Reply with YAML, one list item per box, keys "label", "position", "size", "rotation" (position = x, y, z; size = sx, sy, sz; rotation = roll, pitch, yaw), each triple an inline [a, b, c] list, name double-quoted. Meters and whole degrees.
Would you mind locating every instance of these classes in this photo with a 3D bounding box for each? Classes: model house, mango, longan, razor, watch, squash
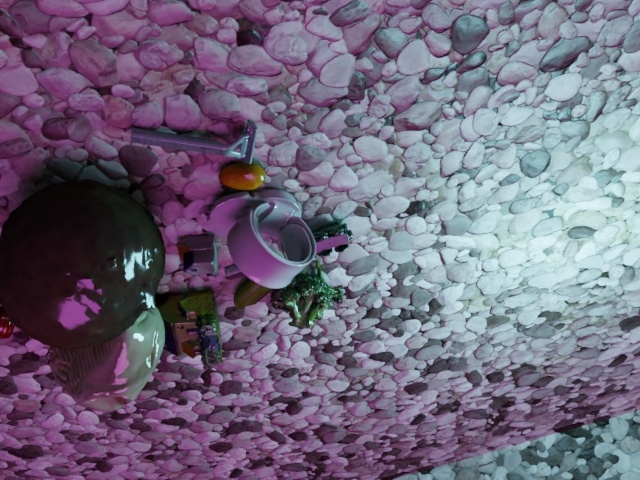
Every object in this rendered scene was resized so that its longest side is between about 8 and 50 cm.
- label: "model house"
  position: [-0.395, 0.256, 2.148]
  size: [0.211, 0.170, 0.194]
  rotation: [-5, 142, -6]
- label: "model house"
  position: [-0.324, 0.049, 1.971]
  size: [0.100, 0.101, 0.088]
  rotation: [-6, 142, -4]
- label: "mango"
  position: [-0.188, -0.154, 1.797]
  size: [0.114, 0.057, 0.079]
  rotation: [-1, 146, -7]
- label: "longan"
  position: [-0.545, 0.058, 1.718]
  size: [0.391, 0.391, 0.391]
  rotation: [-6, 140, -5]
- label: "razor"
  position: [-0.286, -0.221, 1.695]
  size: [0.277, 0.056, 0.111]
  rotation: [2, 139, -14]
- label: "watch"
  position: [-0.151, 0.004, 1.857]
  size: [0.244, 0.231, 0.196]
  rotation: [17, 135, -34]
- label: "squash"
  position: [-0.173, 0.126, 2.110]
  size: [0.069, 0.069, 0.239]
  rotation: [21, 136, -32]

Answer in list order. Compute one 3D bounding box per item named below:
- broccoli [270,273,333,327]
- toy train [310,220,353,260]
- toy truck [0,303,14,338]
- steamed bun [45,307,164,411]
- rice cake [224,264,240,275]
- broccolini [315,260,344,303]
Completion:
- label: "broccoli"
  position: [-0.053, 0.173, 2.143]
  size: [0.195, 0.156, 0.195]
  rotation: [2, 170, 0]
- label: "toy train"
  position: [0.000, 0.000, 1.987]
  size: [0.170, 0.111, 0.071]
  rotation: [-18, 113, -3]
- label: "toy truck"
  position: [-0.868, 0.131, 1.909]
  size: [0.189, 0.239, 0.265]
  rotation: [16, 92, -29]
- label: "steamed bun"
  position: [-0.553, 0.296, 2.046]
  size: [0.394, 0.347, 0.237]
  rotation: [-16, 151, 39]
- label: "rice cake"
  position: [-0.210, 0.071, 2.082]
  size: [0.121, 0.022, 0.021]
  rotation: [-19, 143, 9]
- label: "broccolini"
  position: [0.015, 0.123, 2.183]
  size: [0.052, 0.054, 0.194]
  rotation: [-8, 142, 27]
